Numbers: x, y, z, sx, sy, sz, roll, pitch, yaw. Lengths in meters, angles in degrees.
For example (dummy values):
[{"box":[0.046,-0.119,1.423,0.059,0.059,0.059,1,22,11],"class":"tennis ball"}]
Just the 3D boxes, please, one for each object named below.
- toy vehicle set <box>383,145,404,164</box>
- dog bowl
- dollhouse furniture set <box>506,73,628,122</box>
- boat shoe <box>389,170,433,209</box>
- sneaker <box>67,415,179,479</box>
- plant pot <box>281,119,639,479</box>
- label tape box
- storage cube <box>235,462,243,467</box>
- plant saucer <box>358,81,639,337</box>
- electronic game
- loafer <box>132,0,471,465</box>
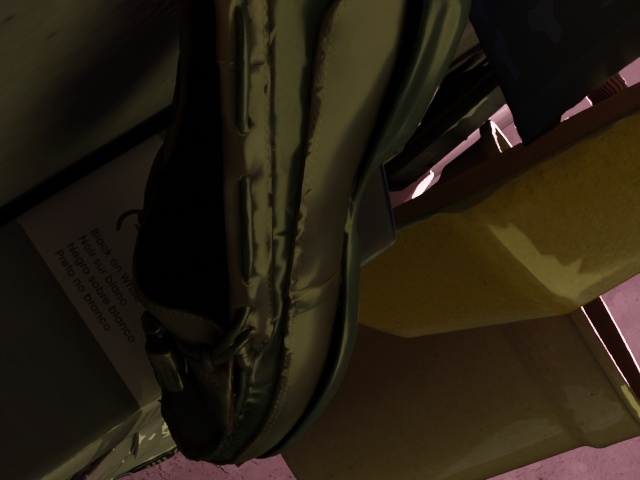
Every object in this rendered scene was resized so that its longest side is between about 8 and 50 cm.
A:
[{"box":[-0.012,-0.046,1.049,0.166,0.035,0.267,-36,177,2],"class":"toy vehicle set"},{"box":[0.222,-0.190,0.743,0.348,0.102,0.349,-35,178,-1],"class":"dog bowl"},{"box":[0.281,-0.133,1.573,0.152,0.201,0.374,-36,-177,6],"class":"dollhouse furniture set"},{"box":[0.000,0.000,1.452,0.267,0.088,0.096,-45,172,20],"class":"boat shoe"},{"box":[-0.225,0.189,1.385,0.366,0.137,0.210,-31,179,-13],"class":"sneaker"},{"box":[0.108,0.104,1.321,0.305,0.334,0.334,-29,179,12],"class":"plant pot"},{"box":[-0.067,0.015,0.706,0.333,0.106,0.240,-34,178,-20],"class":"label tape box"},{"box":[-0.065,0.121,1.624,0.183,0.193,0.215,-36,178,7],"class":"storage cube"},{"box":[0.167,-0.034,0.827,0.332,0.081,0.333,-27,-178,-18],"class":"plant saucer"},{"box":[0.127,-0.123,1.267,0.229,0.048,0.229,-42,-178,2],"class":"electronic game"},{"box":[-0.033,-0.014,0.467,0.084,0.096,0.267,-15,142,-31],"class":"loafer"}]
